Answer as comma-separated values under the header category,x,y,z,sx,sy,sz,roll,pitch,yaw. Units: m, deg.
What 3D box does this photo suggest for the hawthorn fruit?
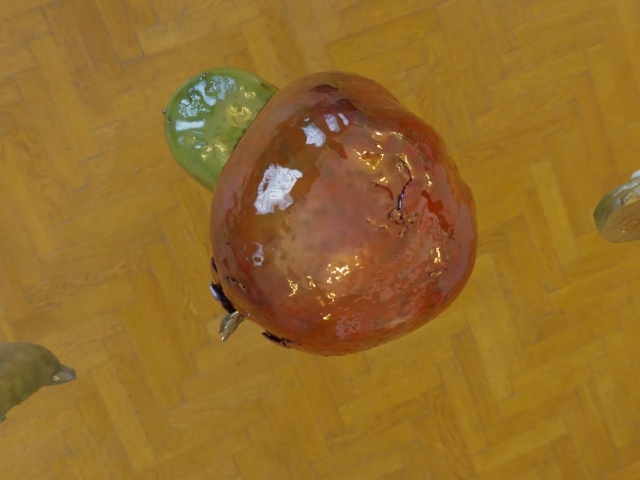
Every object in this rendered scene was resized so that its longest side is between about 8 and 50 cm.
category,x,y,z,sx,sy,sz,roll,pitch,yaw
hawthorn fruit,0.000,0.000,0.728,0.276,0.276,0.307,42,101,-14

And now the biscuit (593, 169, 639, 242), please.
category,x,y,z,sx,sy,sz,roll,pitch,yaw
biscuit,0.334,-0.021,0.571,0.240,0.158,0.035,19,52,-25

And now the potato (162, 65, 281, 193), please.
category,x,y,z,sx,sy,sz,roll,pitch,yaw
potato,-0.120,-0.159,1.243,0.216,0.216,0.304,-46,117,-2

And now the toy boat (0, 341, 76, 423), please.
category,x,y,z,sx,sy,sz,roll,pitch,yaw
toy boat,-0.349,0.126,0.442,0.293,0.276,0.111,-12,101,9
